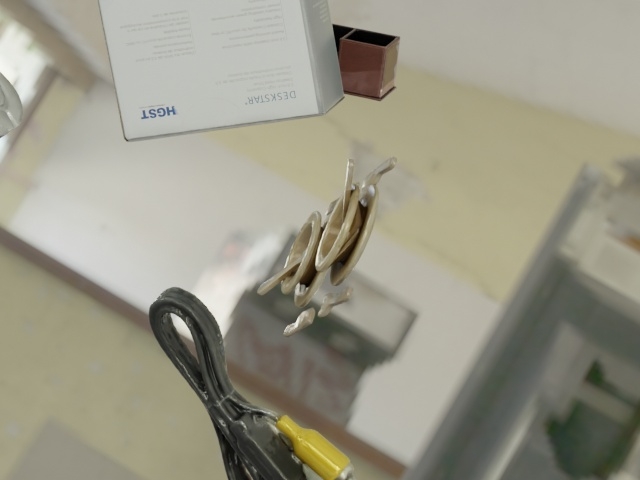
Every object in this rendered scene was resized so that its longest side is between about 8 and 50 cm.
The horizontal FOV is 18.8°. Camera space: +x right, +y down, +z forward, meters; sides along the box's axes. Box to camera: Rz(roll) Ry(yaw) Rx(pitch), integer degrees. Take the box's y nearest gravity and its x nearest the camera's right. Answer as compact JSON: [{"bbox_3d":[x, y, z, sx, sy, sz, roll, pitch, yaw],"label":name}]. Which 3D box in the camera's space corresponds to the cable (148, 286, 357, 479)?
[{"bbox_3d":[-0.078,0.168,1.925,0.287,0.072,0.139,54,-42,-5],"label":"cable"}]

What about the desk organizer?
[{"bbox_3d":[0.004,-0.167,1.745,0.130,0.050,0.047,13,23,16],"label":"desk organizer"}]

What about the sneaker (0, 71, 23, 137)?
[{"bbox_3d":[-0.303,-0.126,1.249,0.235,0.095,0.090,47,22,7],"label":"sneaker"}]

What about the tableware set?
[{"bbox_3d":[0.000,0.000,1.569,0.039,0.128,0.194,22,-17,-11],"label":"tableware set"}]

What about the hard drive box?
[{"bbox_3d":[-0.092,-0.213,1.631,0.181,0.232,0.089,-6,12,14],"label":"hard drive box"}]
